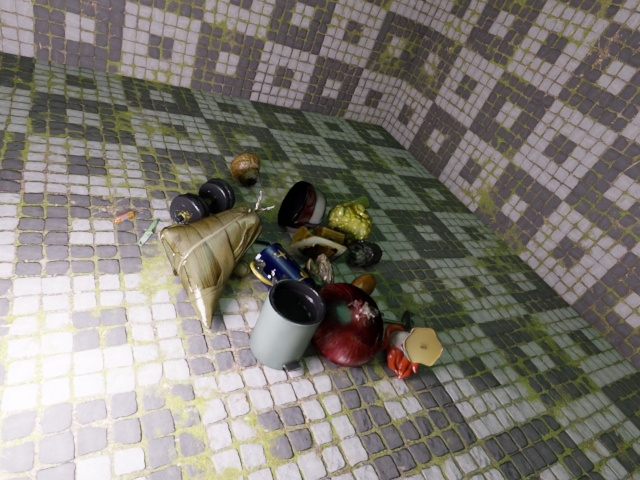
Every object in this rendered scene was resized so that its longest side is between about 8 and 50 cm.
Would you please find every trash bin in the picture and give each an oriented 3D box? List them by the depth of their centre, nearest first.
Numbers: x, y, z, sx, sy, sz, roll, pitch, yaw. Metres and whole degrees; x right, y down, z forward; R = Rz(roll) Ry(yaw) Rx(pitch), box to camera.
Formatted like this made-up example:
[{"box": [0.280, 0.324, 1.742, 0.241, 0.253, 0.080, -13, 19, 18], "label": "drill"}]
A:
[{"box": [-0.124, 0.310, 1.479, 0.217, 0.263, 0.277, -4, 44, -37], "label": "trash bin"}]

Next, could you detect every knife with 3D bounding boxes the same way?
[{"box": [-0.753, -0.039, 1.772, 0.030, 0.014, 0.207, 19, 36, -8], "label": "knife"}]

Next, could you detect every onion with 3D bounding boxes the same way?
[{"box": [0.121, 0.317, 1.608, 0.347, 0.285, 0.348, 17, 52, -23], "label": "onion"}]

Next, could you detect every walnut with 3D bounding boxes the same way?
[{"box": [-0.350, 0.122, 1.752, 0.092, 0.092, 0.092, 17, 35, -12], "label": "walnut"}, {"box": [0.205, 0.222, 1.940, 0.115, 0.116, 0.207, 38, 41, 18], "label": "walnut"}]

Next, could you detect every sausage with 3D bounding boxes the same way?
[{"box": [-0.869, -0.100, 1.763, 0.031, 0.031, 0.107, 33, 34, 11], "label": "sausage"}]

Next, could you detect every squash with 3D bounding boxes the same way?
[{"box": [0.209, -0.225, 2.581, 0.224, 0.094, 0.094, -18, 52, -38], "label": "squash"}]

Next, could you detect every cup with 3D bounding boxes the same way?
[{"box": [-0.184, 0.171, 1.710, 0.254, 0.179, 0.256, -22, 57, -44], "label": "cup"}]

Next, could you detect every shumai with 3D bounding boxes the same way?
[{"box": [-0.020, 0.160, 1.836, 0.152, 0.161, 0.210, 4, 66, -30], "label": "shumai"}]

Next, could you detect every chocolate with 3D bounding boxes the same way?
[{"box": [-0.080, -0.171, 2.185, 0.186, 0.283, 0.284, 29, 29, -27], "label": "chocolate"}]

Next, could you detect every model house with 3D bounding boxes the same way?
[{"box": [-0.007, -0.008, 2.060, 0.267, 0.173, 0.239, 23, 35, -8], "label": "model house"}]

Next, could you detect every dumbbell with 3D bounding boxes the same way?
[{"box": [-0.557, -0.173, 1.924, 0.185, 0.185, 0.388, 30, 35, 7], "label": "dumbbell"}]

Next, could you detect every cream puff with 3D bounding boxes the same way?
[{"box": [-0.416, -0.396, 2.345, 0.183, 0.183, 0.169, -6, 57, -38], "label": "cream puff"}]

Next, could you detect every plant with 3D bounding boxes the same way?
[{"box": [0.233, 0.072, 2.145, 0.194, 0.132, 0.129, -4, 41, -42], "label": "plant"}]

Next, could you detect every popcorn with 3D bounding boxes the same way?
[{"box": [0.168, -0.113, 2.271, 0.250, 0.235, 0.242, 39, 7, -12], "label": "popcorn"}]

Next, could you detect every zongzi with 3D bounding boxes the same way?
[{"box": [-0.342, 0.081, 1.660, 0.499, 0.218, 0.467, -23, 67, -26], "label": "zongzi"}]

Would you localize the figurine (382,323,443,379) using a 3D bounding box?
[{"box": [0.352, 0.448, 1.652, 0.180, 0.257, 0.208, -29, 86, -21], "label": "figurine"}]

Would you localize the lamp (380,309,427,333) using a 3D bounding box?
[{"box": [0.371, 0.377, 1.836, 0.214, 0.121, 0.121, 11, 35, -4], "label": "lamp"}]

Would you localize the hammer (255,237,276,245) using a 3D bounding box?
[{"box": [-0.356, -0.011, 1.969, 0.287, 0.033, 0.111, 13, 37, -19], "label": "hammer"}]
